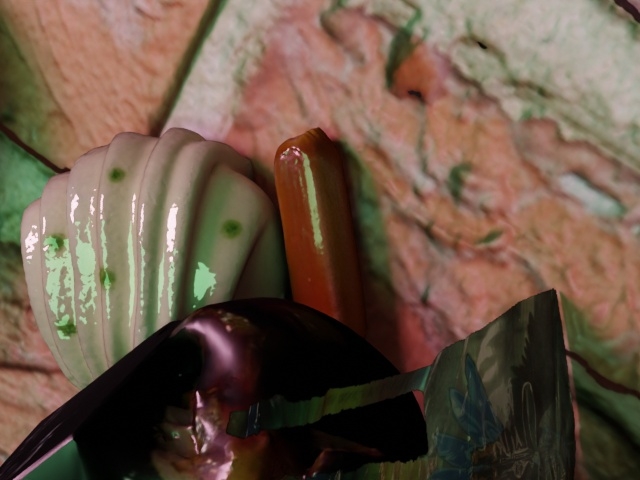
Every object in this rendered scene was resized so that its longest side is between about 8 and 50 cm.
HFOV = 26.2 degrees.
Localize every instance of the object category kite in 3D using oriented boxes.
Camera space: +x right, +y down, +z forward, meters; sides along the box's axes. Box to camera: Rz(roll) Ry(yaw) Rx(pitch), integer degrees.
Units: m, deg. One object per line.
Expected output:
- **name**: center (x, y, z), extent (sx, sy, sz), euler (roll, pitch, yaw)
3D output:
- **kite**: center (0.055, 0.122, 0.643), extent (0.015, 0.310, 0.169), euler (-1, 94, 36)

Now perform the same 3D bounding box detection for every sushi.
- **sushi**: center (-0.027, 0.148, 0.731), extent (0.212, 0.215, 0.227), euler (-38, 97, 14)

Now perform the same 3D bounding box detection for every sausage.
- **sausage**: center (0.000, 0.000, 0.798), extent (0.041, 0.039, 0.131), euler (-2, 101, 36)

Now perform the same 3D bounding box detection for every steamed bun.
- **steamed bun**: center (-0.108, 0.023, 0.825), extent (0.183, 0.106, 0.183), euler (6, 104, 26)
